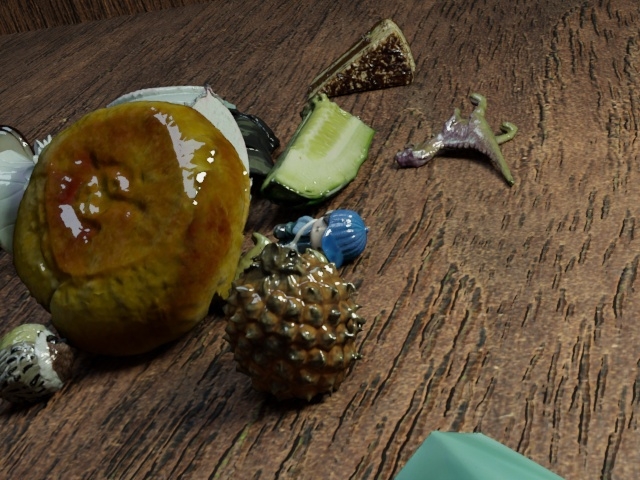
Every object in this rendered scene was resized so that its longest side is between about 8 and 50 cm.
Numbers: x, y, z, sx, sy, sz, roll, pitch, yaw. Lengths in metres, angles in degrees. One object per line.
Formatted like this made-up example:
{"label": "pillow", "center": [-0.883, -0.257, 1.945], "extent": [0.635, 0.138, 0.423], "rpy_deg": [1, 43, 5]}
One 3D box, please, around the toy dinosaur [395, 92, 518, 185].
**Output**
{"label": "toy dinosaur", "center": [0.265, -0.161, 1.679], "extent": [0.251, 0.072, 0.200], "rpy_deg": [21, 50, 33]}

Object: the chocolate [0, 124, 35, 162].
{"label": "chocolate", "center": [-0.635, -0.107, 1.846], "extent": [0.284, 0.186, 0.283], "rpy_deg": [-10, 25, 5]}

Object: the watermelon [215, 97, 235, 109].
{"label": "watermelon", "center": [-0.279, -0.220, 2.049], "extent": [0.154, 0.094, 0.241], "rpy_deg": [7, 31, 17]}

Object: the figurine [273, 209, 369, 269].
{"label": "figurine", "center": [0.000, 0.000, 1.448], "extent": [0.087, 0.086, 0.149], "rpy_deg": [-4, 0, -45]}

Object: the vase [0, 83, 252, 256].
{"label": "vase", "center": [-0.342, -0.095, 1.603], "extent": [0.446, 0.249, 0.250], "rpy_deg": [-11, 23, 26]}

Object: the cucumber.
{"label": "cucumber", "center": [-0.012, -0.126, 1.681], "extent": [0.145, 0.105, 0.325], "rpy_deg": [32, 33, -3]}

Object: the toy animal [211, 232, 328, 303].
{"label": "toy animal", "center": [-0.078, 0.060, 1.347], "extent": [0.219, 0.103, 0.101], "rpy_deg": [17, 62, 41]}

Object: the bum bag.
{"label": "bum bag", "center": [-0.145, -0.172, 1.834], "extent": [0.144, 0.095, 0.340], "rpy_deg": [21, 16, -9]}

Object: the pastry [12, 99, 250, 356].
{"label": "pastry", "center": [-0.252, -0.021, 1.329], "extent": [0.356, 0.355, 0.164], "rpy_deg": [-1, -17, 24]}

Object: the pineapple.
{"label": "pineapple", "center": [-0.033, 0.083, 1.132], "extent": [0.166, 0.193, 0.166], "rpy_deg": [-10, 32, 6]}

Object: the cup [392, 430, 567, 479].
{"label": "cup", "center": [0.165, 0.242, 0.783], "extent": [0.134, 0.148, 0.236], "rpy_deg": [-47, 28, -7]}

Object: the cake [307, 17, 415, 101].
{"label": "cake", "center": [0.078, -0.398, 2.171], "extent": [0.246, 0.135, 0.112], "rpy_deg": [-8, 26, 11]}

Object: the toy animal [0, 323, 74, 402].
{"label": "toy animal", "center": [-0.372, 0.170, 1.248], "extent": [0.098, 0.098, 0.137], "rpy_deg": [6, 49, 36]}
